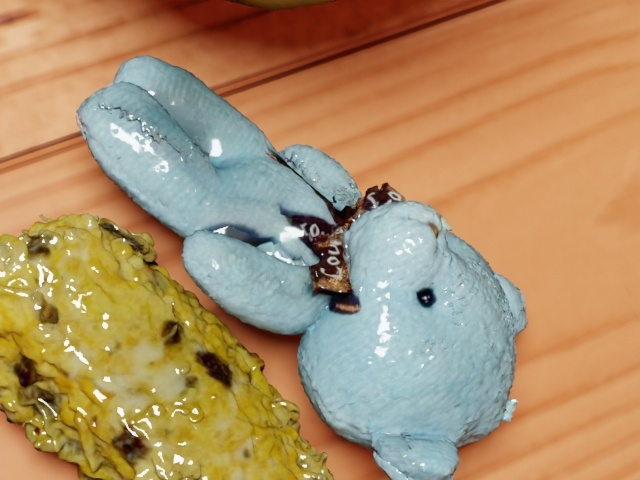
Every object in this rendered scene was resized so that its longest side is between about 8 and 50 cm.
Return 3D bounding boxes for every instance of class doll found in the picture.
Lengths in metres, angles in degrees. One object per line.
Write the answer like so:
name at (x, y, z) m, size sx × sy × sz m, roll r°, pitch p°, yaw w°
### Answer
doll at (0.004, -0.002, 0.615) m, size 0.180 × 0.075 × 0.120 m, roll 48°, pitch 38°, yaw -11°

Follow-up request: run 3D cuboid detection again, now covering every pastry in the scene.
pastry at (-0.057, 0.051, 0.599) m, size 0.080 × 0.056 × 0.140 m, roll -36°, pitch 91°, yaw -43°

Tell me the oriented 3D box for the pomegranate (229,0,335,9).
pomegranate at (-0.007, -0.212, 0.580) m, size 0.281 × 0.281 × 0.281 m, roll 6°, pitch 72°, yaw -20°
